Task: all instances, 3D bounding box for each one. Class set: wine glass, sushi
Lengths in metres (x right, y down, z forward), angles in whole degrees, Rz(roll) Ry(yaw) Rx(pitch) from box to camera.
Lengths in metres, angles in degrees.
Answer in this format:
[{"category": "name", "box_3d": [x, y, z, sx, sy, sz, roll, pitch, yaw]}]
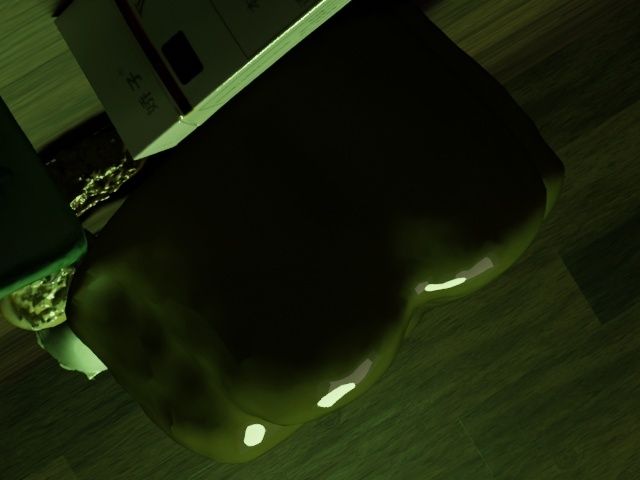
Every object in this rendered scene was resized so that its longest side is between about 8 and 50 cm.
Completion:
[{"category": "wine glass", "box_3d": [-0.290, 0.082, 1.414, 0.156, 0.156, 0.232, -31, 176, -22]}, {"category": "sushi", "box_3d": [-0.175, -0.050, 0.812, 0.120, 0.052, 0.055, -32, 178, 6]}]

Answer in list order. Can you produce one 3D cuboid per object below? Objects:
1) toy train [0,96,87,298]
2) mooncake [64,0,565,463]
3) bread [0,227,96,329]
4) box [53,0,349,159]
[{"category": "toy train", "box_3d": [-0.236, 0.029, 0.372, 0.266, 0.145, 0.202, -31, 176, -43]}, {"category": "mooncake", "box_3d": [0.000, 0.000, 1.041, 0.467, 0.262, 0.467, -41, 178, -2]}, {"category": "bread", "box_3d": [-0.273, 0.038, 1.129, 0.119, 0.084, 0.177, -39, 178, -7]}, {"category": "box", "box_3d": [-0.054, -0.113, 0.516, 0.154, 0.084, 0.040, -33, 179, 35]}]
